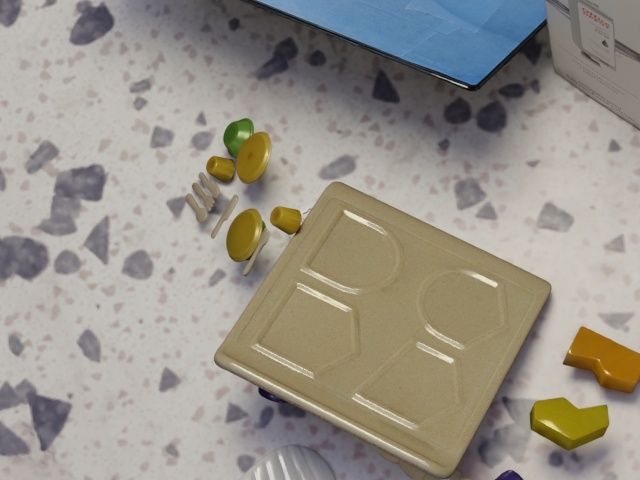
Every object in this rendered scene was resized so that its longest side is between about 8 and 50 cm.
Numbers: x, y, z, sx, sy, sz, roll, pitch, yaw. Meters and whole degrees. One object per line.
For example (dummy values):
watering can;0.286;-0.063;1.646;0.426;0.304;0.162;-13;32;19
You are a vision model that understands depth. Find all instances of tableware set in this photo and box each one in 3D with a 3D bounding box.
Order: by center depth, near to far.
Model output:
tableware set;-0.061;-0.041;1.411;0.104;0.024;0.154;-59;36;14

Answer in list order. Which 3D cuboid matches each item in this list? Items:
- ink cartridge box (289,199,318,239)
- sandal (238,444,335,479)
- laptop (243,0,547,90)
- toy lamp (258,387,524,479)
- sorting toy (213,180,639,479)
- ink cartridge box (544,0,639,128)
ink cartridge box;0.000;0.000;1.420;0.048;0.028;0.083;-22;69;3
sandal;-0.086;0.281;1.333;0.102;0.076;0.265;44;64;6
laptop;0.069;-0.363;1.403;0.382;0.236;0.408;24;93;17
toy lamp;0.076;0.174;1.325;0.275;0.080;0.080;36;83;19
sorting toy;0.096;0.091;1.325;0.307;0.041;0.229;26;53;11
ink cartridge box;0.283;-0.238;1.301;0.117;0.283;0.207;36;83;19
